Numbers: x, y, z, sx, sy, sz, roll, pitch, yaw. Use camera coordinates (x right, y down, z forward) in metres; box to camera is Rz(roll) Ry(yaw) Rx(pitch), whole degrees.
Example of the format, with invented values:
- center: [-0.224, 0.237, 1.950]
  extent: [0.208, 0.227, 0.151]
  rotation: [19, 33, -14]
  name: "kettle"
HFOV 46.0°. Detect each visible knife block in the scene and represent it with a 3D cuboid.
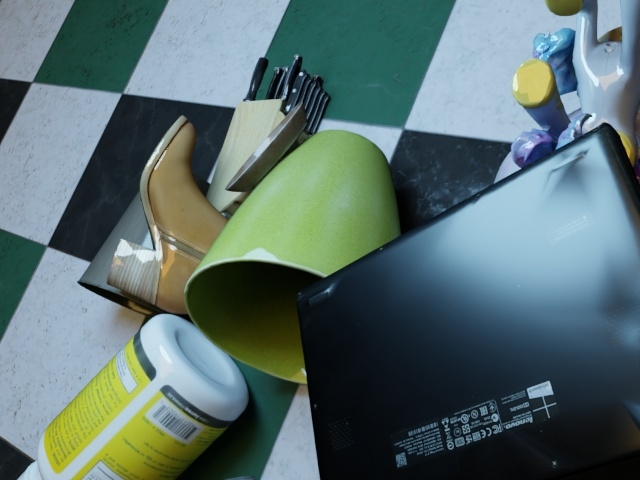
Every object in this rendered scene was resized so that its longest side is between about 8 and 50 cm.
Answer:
- center: [-0.102, -0.173, 1.251]
  extent: [0.276, 0.088, 0.242]
  rotation: [-39, 51, 13]
  name: "knife block"

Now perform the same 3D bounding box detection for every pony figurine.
- center: [0.313, -0.107, 0.818]
  extent: [0.303, 0.363, 0.351]
  rotation: [8, 88, 29]
  name: "pony figurine"

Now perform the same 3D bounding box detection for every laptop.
- center: [0.210, 0.183, 0.711]
  extent: [0.382, 0.236, 0.408]
  rotation: [-31, 56, 34]
  name: "laptop"

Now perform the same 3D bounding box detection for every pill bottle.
- center: [-0.277, 0.280, 1.083]
  extent: [0.334, 0.188, 0.188]
  rotation: [-45, 51, 7]
  name: "pill bottle"

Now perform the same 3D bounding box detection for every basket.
- center: [-0.263, 0.003, 1.238]
  extent: [0.204, 0.154, 0.227]
  rotation: [13, 72, 29]
  name: "basket"

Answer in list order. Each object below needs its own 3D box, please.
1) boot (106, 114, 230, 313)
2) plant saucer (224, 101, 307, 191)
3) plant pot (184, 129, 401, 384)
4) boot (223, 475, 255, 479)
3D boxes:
- center: [-0.169, -0.026, 1.123]
  extent: [0.109, 0.220, 0.283]
  rotation: [141, 146, -74]
  name: "boot"
- center: [-0.073, -0.128, 1.085]
  extent: [0.168, 0.029, 0.168]
  rotation: [-46, 12, 13]
  name: "plant saucer"
- center: [0.000, 0.000, 1.013]
  extent: [0.275, 0.275, 0.293]
  rotation: [-8, 45, 31]
  name: "plant pot"
- center: [-0.154, 0.449, 0.961]
  extent: [0.229, 0.263, 0.091]
  rotation: [62, 144, 9]
  name: "boot"
